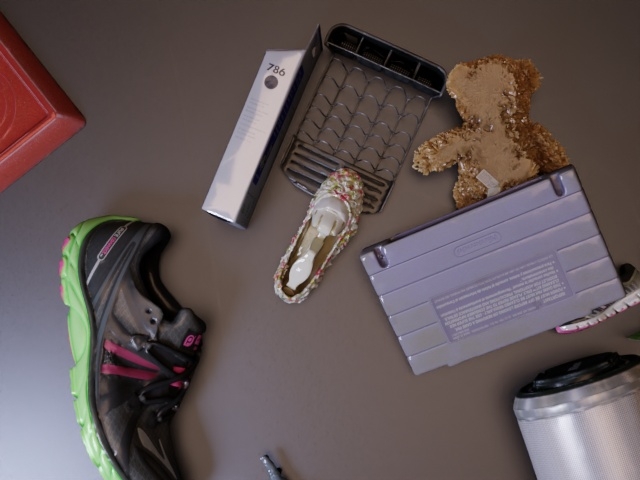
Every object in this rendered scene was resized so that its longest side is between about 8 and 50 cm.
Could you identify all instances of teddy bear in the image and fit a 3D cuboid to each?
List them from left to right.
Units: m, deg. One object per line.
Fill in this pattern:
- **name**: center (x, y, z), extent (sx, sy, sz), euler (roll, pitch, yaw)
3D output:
- **teddy bear**: center (0.280, -0.124, 1.656), extent (0.245, 0.113, 0.338), euler (-24, 94, 7)

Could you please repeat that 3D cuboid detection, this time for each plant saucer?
- **plant saucer**: center (-0.566, -0.217, 1.698), extent (0.258, 0.048, 0.259), euler (-39, 87, -1)

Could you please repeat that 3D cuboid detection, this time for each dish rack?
- **dish rack**: center (0.062, -0.188, 1.669), extent (0.208, 0.074, 0.271), euler (25, 88, 3)

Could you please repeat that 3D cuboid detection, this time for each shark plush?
- **shark plush**: center (-0.045, 0.414, 1.639), extent (0.073, 0.067, 0.161), euler (-15, 83, 1)

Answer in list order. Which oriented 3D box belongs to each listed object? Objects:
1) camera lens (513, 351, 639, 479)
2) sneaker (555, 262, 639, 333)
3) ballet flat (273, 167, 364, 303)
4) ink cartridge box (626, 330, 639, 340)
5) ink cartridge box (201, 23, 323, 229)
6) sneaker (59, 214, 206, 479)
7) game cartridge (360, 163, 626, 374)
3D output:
- **camera lens**: center (0.430, 0.320, 1.559), extent (0.219, 0.219, 0.274), euler (-18, 87, 0)
- **sneaker**: center (0.446, 0.091, 1.653), extent (0.170, 0.063, 0.075), euler (-27, 80, 1)
- **ballet flat**: center (0.000, 0.000, 1.633), extent (0.091, 0.077, 0.241), euler (26, 102, 2)
- **ink cartridge box**: center (0.587, 0.059, 1.585), extent (0.255, 0.189, 0.097), euler (-27, 88, 0)
- **ink cartridge box**: center (-0.088, -0.183, 1.627), extent (0.065, 0.165, 0.333), euler (24, 87, 4)
- **sneaker**: center (-0.274, 0.192, 1.601), extent (0.202, 0.185, 0.483), euler (-11, 88, 5)
- **game cartridge**: center (0.267, 0.053, 1.605), extent (0.355, 0.068, 0.230), euler (-22, 105, 14)
